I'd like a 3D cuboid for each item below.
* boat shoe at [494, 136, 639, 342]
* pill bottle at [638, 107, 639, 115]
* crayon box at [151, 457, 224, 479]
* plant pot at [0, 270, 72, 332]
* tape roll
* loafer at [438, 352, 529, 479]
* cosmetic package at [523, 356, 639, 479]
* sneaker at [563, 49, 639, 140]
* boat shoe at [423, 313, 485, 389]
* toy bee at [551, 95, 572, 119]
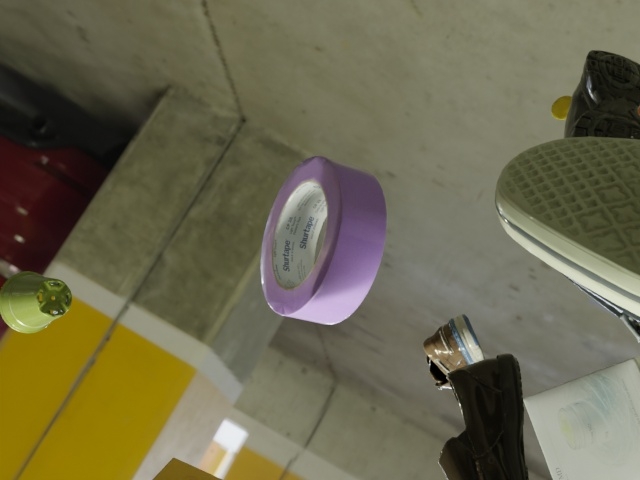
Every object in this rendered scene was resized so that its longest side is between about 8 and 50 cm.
[{"bbox_3d":[0.353,0.069,0.753,0.500,0.187,0.156,28,141,25],"label":"boat shoe"},{"bbox_3d":[0.479,-0.132,1.683,0.130,0.245,0.130,48,167,15],"label":"pill bottle"},{"bbox_3d":[-0.101,0.451,1.258,0.362,0.106,0.313,23,-166,7],"label":"crayon box"},{"bbox_3d":[-0.367,0.079,1.276,0.083,0.083,0.079,39,150,-32],"label":"plant pot"},{"bbox_3d":[0.000,0.000,1.640,0.090,0.275,0.274,14,175,-27],"label":"tape roll"},{"bbox_3d":[0.144,0.207,0.860,0.078,0.220,0.080,-3,144,11],"label":"loafer"},{"bbox_3d":[0.520,0.350,1.742,0.224,0.224,0.138,-28,161,29],"label":"cosmetic package"},{"bbox_3d":[0.367,-0.126,1.268,0.109,0.286,0.130,21,135,4],"label":"sneaker"},{"bbox_3d":[0.158,0.140,1.136,0.183,0.066,0.066,59,-169,-55],"label":"boat shoe"},{"bbox_3d":[0.557,-0.271,1.920,0.195,0.162,0.298,-1,177,13],"label":"toy bee"}]
